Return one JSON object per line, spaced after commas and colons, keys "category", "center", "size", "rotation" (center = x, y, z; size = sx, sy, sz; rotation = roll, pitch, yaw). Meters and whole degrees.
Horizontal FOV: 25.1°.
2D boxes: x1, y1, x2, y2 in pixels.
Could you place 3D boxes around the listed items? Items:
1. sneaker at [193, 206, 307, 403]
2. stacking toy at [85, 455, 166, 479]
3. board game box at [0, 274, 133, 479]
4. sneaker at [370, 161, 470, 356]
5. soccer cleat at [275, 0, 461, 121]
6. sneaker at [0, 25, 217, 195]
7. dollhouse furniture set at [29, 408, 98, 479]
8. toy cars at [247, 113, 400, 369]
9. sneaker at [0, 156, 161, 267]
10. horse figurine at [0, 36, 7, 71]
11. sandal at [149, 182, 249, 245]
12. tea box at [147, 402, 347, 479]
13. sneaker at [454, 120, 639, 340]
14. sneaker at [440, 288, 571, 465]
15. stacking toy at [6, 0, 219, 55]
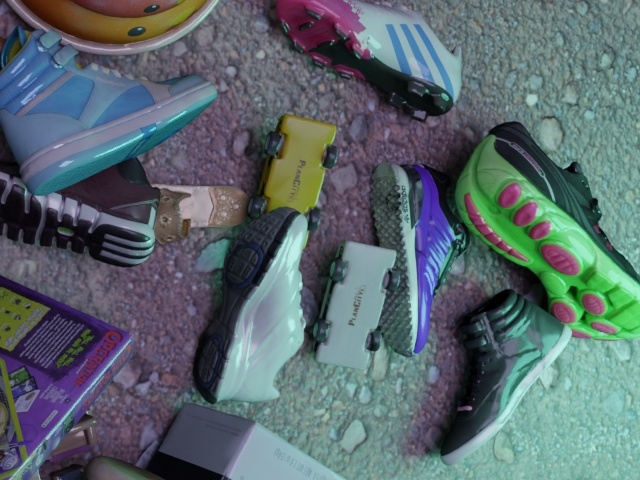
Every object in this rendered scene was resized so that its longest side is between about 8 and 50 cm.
{"category": "sneaker", "center": [-0.078, 0.093, 2.022], "size": [0.129, 0.111, 0.297], "rotation": [13, 106, -32]}
{"category": "stacking toy", "center": [-0.291, 0.445, 1.804], "size": [0.141, 0.141, 0.330], "rotation": [26, 86, -26]}
{"category": "board game box", "center": [-0.403, 0.192, 1.746], "size": [0.347, 0.208, 0.056], "rotation": [-52, 155, -46]}
{"category": "sneaker", "center": [0.163, 0.027, 2.171], "size": [0.146, 0.102, 0.293], "rotation": [-2, 91, -30]}
{"category": "soccer cleat", "center": [0.075, -0.305, 2.130], "size": [0.331, 0.116, 0.143], "rotation": [31, 60, -28]}
{"category": "sneaker", "center": [-0.290, -0.205, 1.863], "size": [0.319, 0.127, 0.208], "rotation": [-29, 85, -43]}
{"category": "dollhouse furniture set", "center": [-0.377, 0.401, 1.822], "size": [0.286, 0.198, 0.303], "rotation": [-16, 98, -28]}
{"category": "toy cars", "center": [0.000, 0.000, 2.092], "size": [0.176, 0.087, 0.394], "rotation": [-28, 108, -6]}
{"category": "sneaker", "center": [-0.343, -0.075, 1.911], "size": [0.281, 0.106, 0.163], "rotation": [21, 48, -9]}
{"category": "horse figurine", "center": [-0.490, -0.265, 1.802], "size": [0.174, 0.066, 0.263], "rotation": [-38, 123, -18]}
{"category": "sandal", "center": [-0.197, -0.040, 1.985], "size": [0.240, 0.079, 0.088], "rotation": [-9, 94, -28]}
{"category": "tea box", "center": [-0.092, 0.445, 1.963], "size": [0.329, 0.220, 0.324], "rotation": [34, 76, -27]}
{"category": "sneaker", "center": [0.398, -0.007, 2.249], "size": [0.483, 0.185, 0.202], "rotation": [47, 48, -34]}
{"category": "sneaker", "center": [0.247, 0.201, 2.228], "size": [0.147, 0.104, 0.296], "rotation": [43, 76, -9]}
{"category": "stacking toy", "center": [-0.226, -0.399, 1.721], "size": [0.350, 0.480, 0.351], "rotation": [-2, 97, -15]}
